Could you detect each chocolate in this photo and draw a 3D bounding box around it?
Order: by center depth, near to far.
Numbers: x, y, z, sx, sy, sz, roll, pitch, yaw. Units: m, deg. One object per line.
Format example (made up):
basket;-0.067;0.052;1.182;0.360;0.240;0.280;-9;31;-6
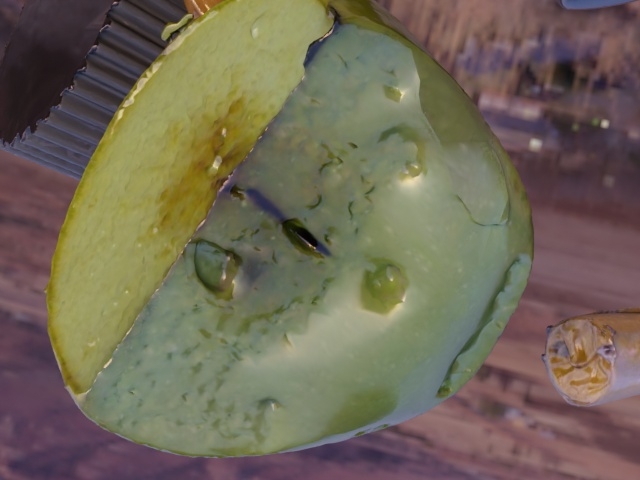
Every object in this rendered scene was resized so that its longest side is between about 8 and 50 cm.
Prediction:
chocolate;0.294;0.097;1.351;0.219;0.086;0.085;-2;-177;-41

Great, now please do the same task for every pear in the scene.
pear;0.000;0.000;1.133;0.318;0.342;0.238;28;-165;-31

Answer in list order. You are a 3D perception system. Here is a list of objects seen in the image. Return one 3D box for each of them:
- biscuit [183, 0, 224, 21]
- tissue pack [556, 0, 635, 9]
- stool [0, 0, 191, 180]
biscuit;-0.055;-0.131;1.400;0.239;0.041;0.212;47;164;48
tissue pack;0.273;-0.348;1.338;0.206;0.198;0.287;-20;151;1
stool;-0.142;-0.163;1.650;0.330;0.297;0.297;27;165;-28
